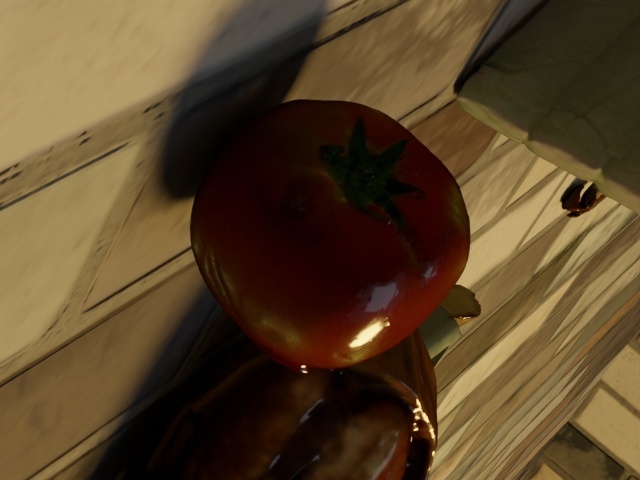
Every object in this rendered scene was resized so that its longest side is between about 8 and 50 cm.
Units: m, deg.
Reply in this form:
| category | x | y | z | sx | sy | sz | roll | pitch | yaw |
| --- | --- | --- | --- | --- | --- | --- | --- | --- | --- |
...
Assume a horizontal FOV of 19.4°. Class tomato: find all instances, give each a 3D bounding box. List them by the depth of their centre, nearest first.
| category | x | y | z | sx | sy | sz | roll | pitch | yaw |
| --- | --- | --- | --- | --- | --- | --- | --- | --- | --- |
| tomato | 0.000 | 0.000 | 0.581 | 0.087 | 0.087 | 0.075 | -40 | 166 | -40 |

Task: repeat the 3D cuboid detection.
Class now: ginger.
| category | x | y | z | sx | sy | sz | roll | pitch | yaw |
| --- | --- | --- | --- | --- | --- | --- | --- | --- | --- |
| ginger | 0.068 | 0.041 | 1.072 | 0.048 | 0.030 | 0.097 | -24 | 168 | 8 |

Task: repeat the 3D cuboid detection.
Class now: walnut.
| category | x | y | z | sx | sy | sz | roll | pitch | yaw |
| --- | --- | --- | --- | --- | --- | --- | --- | --- | --- |
| walnut | -0.014 | 0.098 | 0.766 | 0.207 | 0.116 | 0.116 | -57 | 166 | 26 |

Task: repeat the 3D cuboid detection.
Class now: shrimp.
| category | x | y | z | sx | sy | sz | roll | pitch | yaw |
| --- | --- | --- | --- | --- | --- | --- | --- | --- | --- |
| shrimp | 0.210 | -0.066 | 1.266 | 0.124 | 0.034 | 0.178 | -43 | 172 | -5 |

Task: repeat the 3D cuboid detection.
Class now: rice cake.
| category | x | y | z | sx | sy | sz | roll | pitch | yaw |
| --- | --- | --- | --- | --- | --- | --- | --- | --- | --- |
| rice cake | 0.186 | -0.074 | 0.827 | 0.198 | 0.189 | 0.037 | -52 | 169 | -33 |

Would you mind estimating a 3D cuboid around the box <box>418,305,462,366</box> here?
| category | x | y | z | sx | sy | sz | roll | pitch | yaw |
| --- | --- | --- | --- | --- | --- | --- | --- | --- | --- |
| box | -0.038 | 0.155 | 0.993 | 0.211 | 0.045 | 0.270 | -28 | 155 | -57 |
